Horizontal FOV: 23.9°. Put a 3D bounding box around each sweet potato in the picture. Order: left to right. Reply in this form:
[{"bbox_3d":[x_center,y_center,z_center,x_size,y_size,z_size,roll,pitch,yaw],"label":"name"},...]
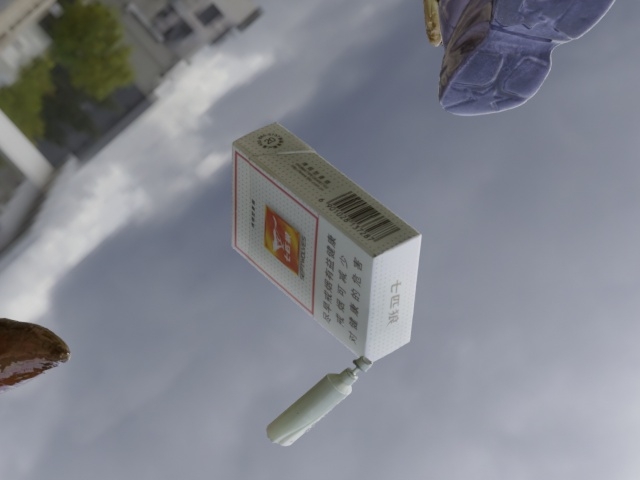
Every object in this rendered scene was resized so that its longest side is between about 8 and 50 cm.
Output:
[{"bbox_3d":[-0.428,0.153,1.717,0.355,0.095,0.106,-14,-165,14],"label":"sweet potato"}]

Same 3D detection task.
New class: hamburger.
[{"bbox_3d":[0.141,-0.269,1.762,0.044,0.083,0.076,-11,-156,3],"label":"hamburger"}]

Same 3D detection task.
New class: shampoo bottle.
[{"bbox_3d":[0.002,0.176,1.683,0.141,0.034,0.049,-43,152,16],"label":"shampoo bottle"}]

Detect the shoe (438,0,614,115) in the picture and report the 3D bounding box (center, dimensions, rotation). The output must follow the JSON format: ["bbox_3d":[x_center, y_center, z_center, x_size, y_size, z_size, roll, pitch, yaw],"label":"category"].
[{"bbox_3d":[0.153,-0.212,1.157,0.245,0.095,0.137,121,-33,-53],"label":"shoe"}]

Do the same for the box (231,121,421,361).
[{"bbox_3d":[0.000,0.000,2.207,0.095,0.330,0.210,-27,139,-31],"label":"box"}]
